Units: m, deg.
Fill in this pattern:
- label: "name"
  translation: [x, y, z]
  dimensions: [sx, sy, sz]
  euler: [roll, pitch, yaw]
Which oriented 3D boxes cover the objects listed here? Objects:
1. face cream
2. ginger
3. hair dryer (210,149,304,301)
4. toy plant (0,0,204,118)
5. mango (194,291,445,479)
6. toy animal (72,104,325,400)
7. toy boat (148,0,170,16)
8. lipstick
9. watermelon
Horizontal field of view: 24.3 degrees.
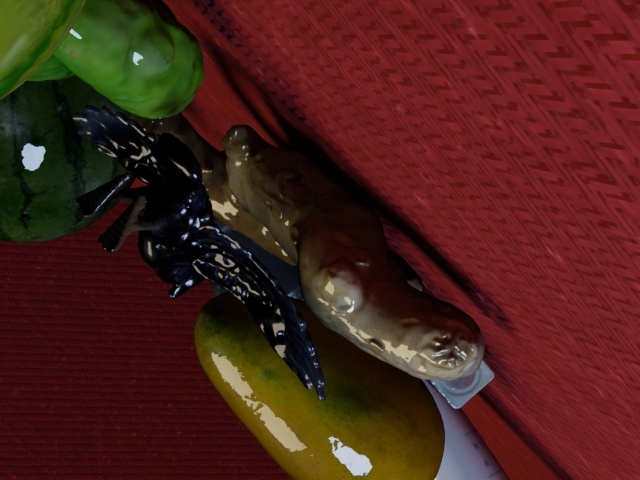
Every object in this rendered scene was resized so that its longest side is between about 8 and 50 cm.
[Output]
- label: "face cream"
  translation: [0.079, 0.132, 0.931]
  dimensions: [0.244, 0.058, 0.092]
  euler: [61, -173, 11]
- label: "ginger"
  translation: [0.007, 0.005, 0.789]
  dimensions: [0.258, 0.065, 0.149]
  euler: [35, 180, 39]
- label: "hair dryer"
  translation: [-0.061, 0.021, 1.140]
  dimensions: [0.124, 0.071, 0.219]
  euler: [50, 165, 7]
- label: "toy plant"
  translation: [-0.155, -0.137, 0.656]
  dimensions: [0.224, 0.184, 0.316]
  euler: [40, -171, 1]
- label: "mango"
  translation: [-0.001, 0.084, 0.820]
  dimensions: [0.163, 0.089, 0.111]
  euler: [43, 178, -7]
- label: "toy animal"
  translation: [-0.070, -0.007, 0.738]
  dimensions: [0.220, 0.062, 0.108]
  euler: [47, 179, 31]
- label: "toy boat"
  translation: [-0.118, -0.146, 0.873]
  dimensions: [0.115, 0.016, 0.063]
  euler: [44, 172, 27]
- label: "lipstick"
  translation: [0.066, 0.063, 0.858]
  dimensions: [0.030, 0.030, 0.129]
  euler: [49, 179, -11]
- label: "watermelon"
  translation: [-0.214, -0.104, 1.059]
  dimensions: [0.188, 0.188, 0.215]
  euler: [40, 135, 50]
